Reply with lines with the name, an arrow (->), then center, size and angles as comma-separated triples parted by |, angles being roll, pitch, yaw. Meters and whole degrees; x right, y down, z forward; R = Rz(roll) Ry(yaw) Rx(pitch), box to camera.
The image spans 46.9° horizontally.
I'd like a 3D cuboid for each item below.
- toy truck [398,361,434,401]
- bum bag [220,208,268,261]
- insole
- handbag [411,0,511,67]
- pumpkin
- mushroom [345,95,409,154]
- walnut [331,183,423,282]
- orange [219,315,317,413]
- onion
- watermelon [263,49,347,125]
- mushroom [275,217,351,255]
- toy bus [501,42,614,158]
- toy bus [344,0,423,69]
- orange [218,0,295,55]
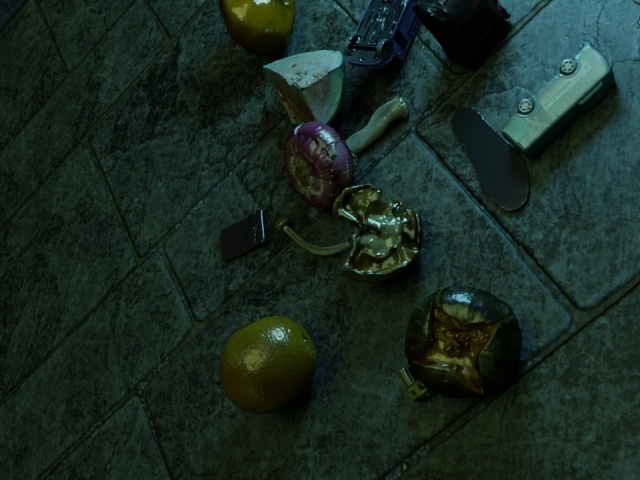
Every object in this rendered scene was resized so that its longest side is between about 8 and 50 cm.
toy truck -> 0.208, 0.305, 1.583 | 0.054, 0.049, 0.083 | -42, 52, 16
bum bag -> -0.214, -0.012, 2.027 | 0.159, 0.026, 0.109 | -25, 60, 26
insole -> 0.385, -0.192, 1.683 | 0.110, 0.012, 0.309 | -39, 53, 16
handbag -> 0.333, -0.538, 1.736 | 0.169, 0.215, 0.155 | -49, 43, 4
pumpkin -> 0.288, 0.203, 1.495 | 0.238, 0.159, 0.237 | -1, 87, 21
mushroom -> 0.141, -0.286, 1.877 | 0.202, 0.054, 0.059 | -40, 48, 22
walnut -> 0.141, -0.009, 1.704 | 0.204, 0.141, 0.238 | -13, 68, 13
orange -> -0.123, 0.289, 1.717 | 0.236, 0.236, 0.236 | -14, 64, 31
onion -> 0.016, -0.195, 1.852 | 0.163, 0.230, 0.230 | -26, 48, -21
watermelon -> -0.038, -0.413, 1.964 | 0.305, 0.180, 0.224 | 40, 110, 57
mushroom -> -0.002, 0.000, 1.868 | 0.306, 0.043, 0.068 | 18, 102, 37
toy bus -> 0.512, -0.298, 1.593 | 0.262, 0.091, 0.109 | -45, 63, 14
toy bus -> 0.180, -0.561, 1.904 | 0.125, 0.133, 0.292 | 18, 81, 39
orange -> -0.180, -0.661, 2.120 | 0.183, 0.249, 0.249 | -46, 50, 34
